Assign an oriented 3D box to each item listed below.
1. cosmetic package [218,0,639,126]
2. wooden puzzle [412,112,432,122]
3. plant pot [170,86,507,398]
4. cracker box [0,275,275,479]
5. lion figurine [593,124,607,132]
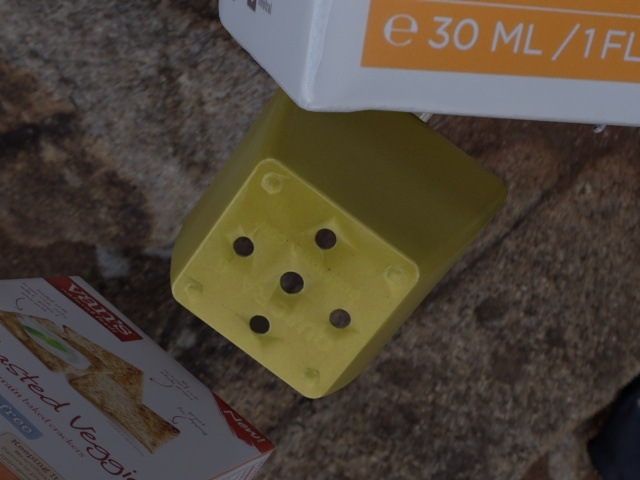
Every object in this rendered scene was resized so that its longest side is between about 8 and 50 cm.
[{"bbox_3d":[0.106,-0.281,0.454,0.230,0.161,0.453,0,112,-18],"label":"cosmetic package"},{"bbox_3d":[0.063,-0.238,1.130,0.239,0.044,0.221,36,102,-22],"label":"wooden puzzle"},{"bbox_3d":[0.000,0.000,0.936,0.212,0.187,0.212,37,113,-2],"label":"plant pot"},{"bbox_3d":[-0.134,0.089,0.547,0.156,0.232,0.067,38,101,15],"label":"cracker box"},{"bbox_3d":[0.297,-0.237,0.917,0.142,0.240,0.392,-9,68,51],"label":"lion figurine"}]
